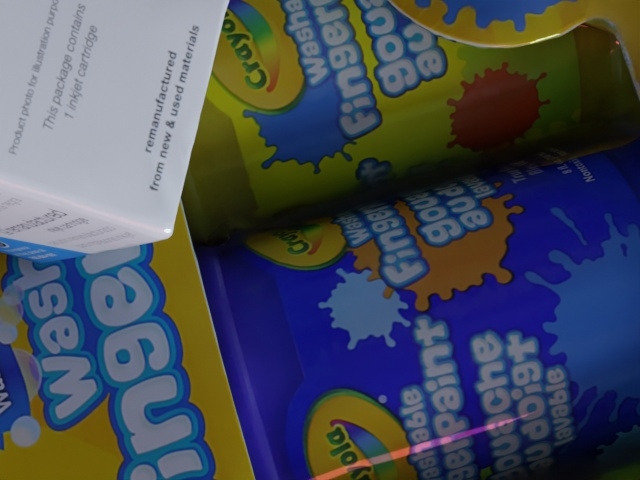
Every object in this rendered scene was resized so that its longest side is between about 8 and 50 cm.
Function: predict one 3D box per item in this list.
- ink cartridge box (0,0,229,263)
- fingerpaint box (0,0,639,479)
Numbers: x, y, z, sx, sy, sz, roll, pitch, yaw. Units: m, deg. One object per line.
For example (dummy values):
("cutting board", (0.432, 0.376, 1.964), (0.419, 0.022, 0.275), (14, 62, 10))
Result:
("ink cartridge box", (-0.155, -0.062, 0.394), (0.203, 0.086, 0.148), (17, 169, -26))
("fingerpaint box", (0.028, 0.058, 0.560), (0.371, 0.445, 0.163), (-15, 166, -3))
